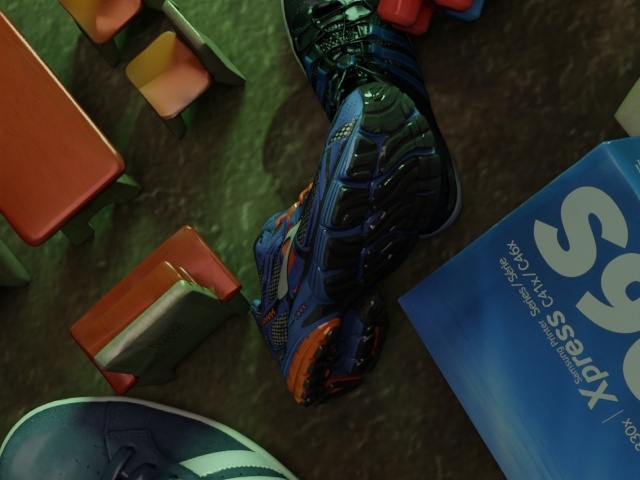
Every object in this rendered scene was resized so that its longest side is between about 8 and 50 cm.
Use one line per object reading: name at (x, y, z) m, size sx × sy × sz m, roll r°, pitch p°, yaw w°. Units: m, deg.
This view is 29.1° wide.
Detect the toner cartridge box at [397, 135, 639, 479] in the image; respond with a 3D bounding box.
toner cartridge box at (0.203, 0.130, 0.672) m, size 0.165 × 0.075 × 0.347 m, roll -41°, pitch 73°, yaw 34°

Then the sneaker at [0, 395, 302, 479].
sneaker at (-0.051, 0.186, 0.710) m, size 0.350 × 0.148 × 0.131 m, roll 22°, pitch 86°, yaw 14°

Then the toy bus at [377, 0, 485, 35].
toy bus at (0.085, -0.228, 0.722) m, size 0.149 × 0.220 × 0.211 m, roll 22°, pitch 92°, yaw 17°

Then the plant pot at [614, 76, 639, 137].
plant pot at (0.236, -0.072, 0.722) m, size 0.096 × 0.109 × 0.109 m, roll -40°, pitch 75°, yaw 16°

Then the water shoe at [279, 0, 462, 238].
water shoe at (0.033, -0.099, 0.775) m, size 0.073 × 0.080 × 0.203 m, roll -29°, pitch 77°, yaw 4°

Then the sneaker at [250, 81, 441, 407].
sneaker at (0.000, 0.000, 0.721) m, size 0.087 × 0.083 × 0.221 m, roll 43°, pitch 133°, yaw 30°

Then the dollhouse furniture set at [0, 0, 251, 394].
dollhouse furniture set at (-0.162, -0.035, 0.775) m, size 0.262 × 0.135 × 0.259 m, roll -42°, pitch 75°, yaw 2°
